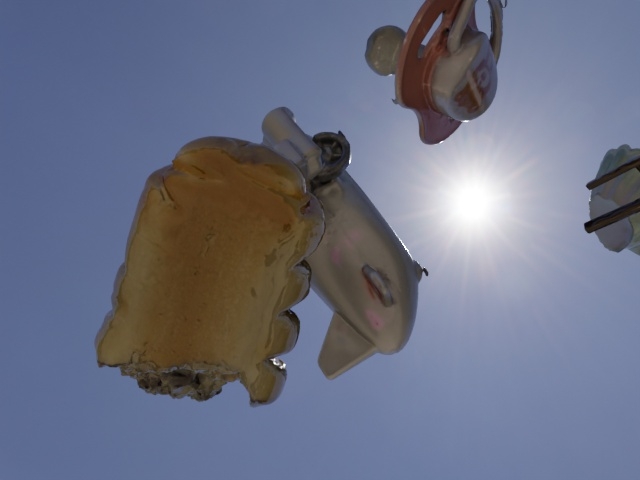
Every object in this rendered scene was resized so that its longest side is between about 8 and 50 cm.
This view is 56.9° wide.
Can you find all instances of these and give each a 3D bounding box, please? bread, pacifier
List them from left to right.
[{"bbox_3d":[-0.063,0.025,0.370,0.119,0.084,0.177,18,-86,1],"label":"bread"},{"bbox_3d":[0.211,-0.319,1.081,0.272,0.332,0.221,-9,-112,24],"label":"pacifier"}]

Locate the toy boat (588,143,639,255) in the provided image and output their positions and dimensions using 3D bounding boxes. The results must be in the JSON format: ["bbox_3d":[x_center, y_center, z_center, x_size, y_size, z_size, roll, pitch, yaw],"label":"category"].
[{"bbox_3d":[0.650,-0.066,1.257,0.100,0.199,0.290,-35,-42,-8],"label":"toy boat"}]

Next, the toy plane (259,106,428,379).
[{"bbox_3d":[0.003,-0.002,0.532,0.118,0.252,0.252,-29,-74,-5],"label":"toy plane"}]

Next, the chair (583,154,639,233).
[{"bbox_3d":[0.552,-0.085,0.821,0.186,0.160,0.319,40,-46,-11],"label":"chair"}]
